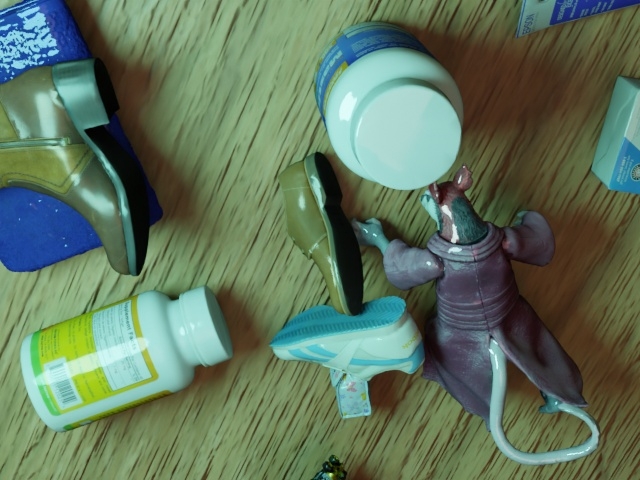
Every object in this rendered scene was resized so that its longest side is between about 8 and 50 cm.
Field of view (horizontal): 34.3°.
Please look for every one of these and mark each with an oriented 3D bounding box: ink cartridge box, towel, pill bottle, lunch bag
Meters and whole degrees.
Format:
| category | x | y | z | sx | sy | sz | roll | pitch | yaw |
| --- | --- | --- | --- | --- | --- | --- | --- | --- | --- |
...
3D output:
| category | x | y | z | sx | sy | sz | roll | pitch | yaw |
| --- | --- | --- | --- | --- | --- | --- | --- | --- | --- |
| ink cartridge box | 0.325 | -0.320 | 1.182 | 0.208 | 0.206 | 0.045 | -16 | 73 | -1 |
| towel | -0.347 | -0.125 | 1.261 | 0.227 | 0.076 | 0.308 | -18 | 113 | 10 |
| pill bottle | -0.245 | 0.145 | 1.337 | 0.245 | 0.136 | 0.136 | -20 | 112 | 3 |
| pill bottle | 0.076 | -0.152 | 1.175 | 0.152 | 0.272 | 0.152 | -2 | 111 | -4 |
| lunch bag | 0.041 | 0.188 | 1.415 | 0.053 | 0.071 | 0.083 | -5 | 115 | 0 |
| ink cartridge box | 0.482 | -0.121 | 1.329 | 0.231 | 0.078 | 0.134 | 9 | 111 | -8 |

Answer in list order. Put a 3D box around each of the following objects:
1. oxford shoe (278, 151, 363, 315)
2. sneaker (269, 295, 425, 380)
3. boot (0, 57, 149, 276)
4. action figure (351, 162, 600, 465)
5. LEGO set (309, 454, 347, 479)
| category | x | y | z | sx | sy | sz | roll | pitch | yaw |
| --- | --- | --- | --- | --- | --- | --- | --- | --- | --- |
| oxford shoe | 0.000 | 0.000 | 1.308 | 0.076 | 0.076 | 0.212 | -22 | 75 | 22 |
| sneaker | 0.028 | 0.137 | 1.339 | 0.228 | 0.087 | 0.092 | -8 | 120 | 42 |
| boot | -0.355 | -0.059 | 1.198 | 0.280 | 0.096 | 0.264 | -12 | 114 | 7 |
| action figure | 0.184 | 0.078 | 1.292 | 0.248 | 0.276 | 0.370 | -16 | 126 | 8 |
| LEGO set | -0.016 | 0.485 | 1.427 | 0.192 | 0.255 | 0.331 | 39 | 93 | 10 |
